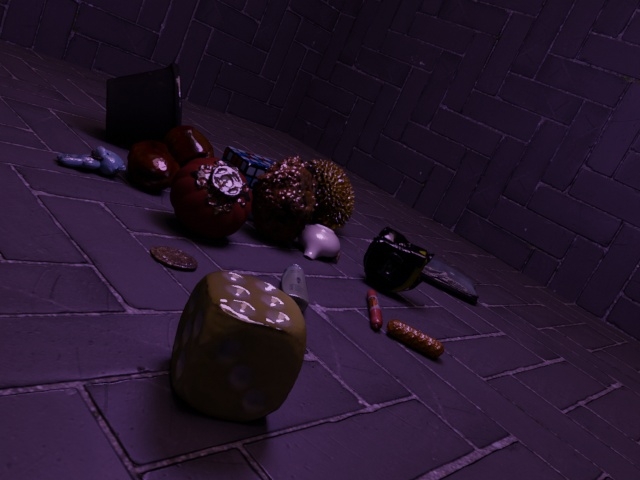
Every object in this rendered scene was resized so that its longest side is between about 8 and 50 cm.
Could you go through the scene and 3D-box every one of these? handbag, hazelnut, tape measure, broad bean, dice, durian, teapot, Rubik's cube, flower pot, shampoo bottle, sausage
[{"bbox_3d":[0.452,0.129,2.153,0.332,0.075,0.191,29,18,2],"label":"handbag"},{"bbox_3d":[-0.444,-0.280,1.880,0.178,0.177,0.204,-95,161,-73],"label":"hazelnut"},{"bbox_3d":[0.228,0.076,1.742,0.199,0.186,0.112,33,21,12],"label":"tape measure"},{"bbox_3d":[-0.505,-0.235,1.707,0.156,0.122,0.229,5,32,-18],"label":"broad bean"},{"bbox_3d":[-0.129,0.161,0.878,0.166,0.170,0.169,18,16,-25],"label":"dice"},{"bbox_3d":[0.011,-0.181,2.168,0.258,0.258,0.293,13,23,-39],"label":"durian"},{"bbox_3d":[0.000,0.000,1.822,0.145,0.092,0.226,29,12,10],"label":"teapot"},{"bbox_3d":[-0.237,-0.184,1.873,0.184,0.187,0.182,16,16,-38],"label":"Rubik's cube"},{"bbox_3d":[-0.640,-0.467,2.025,0.250,0.380,0.379,2,22,-19],"label":"flower pot"},{"bbox_3d":[-0.063,0.116,1.382,0.072,0.049,0.212,18,15,-10],"label":"shampoo bottle"},{"bbox_3d":[0.146,0.183,1.526,0.034,0.034,0.253,24,14,-5],"label":"sausage"}]

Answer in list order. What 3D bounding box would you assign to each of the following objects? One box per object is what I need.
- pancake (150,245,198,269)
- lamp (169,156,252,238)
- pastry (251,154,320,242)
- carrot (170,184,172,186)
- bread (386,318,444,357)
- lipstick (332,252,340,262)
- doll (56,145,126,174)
[{"bbox_3d":[-0.332,0.038,1.286,0.114,0.011,0.115,23,15,-7],"label":"pancake"},{"bbox_3d":[-0.294,-0.112,1.514,0.226,0.227,0.227,23,15,-7],"label":"lamp"},{"bbox_3d":[-0.092,-0.124,1.731,0.192,0.275,0.274,13,6,35],"label":"pastry"},{"bbox_3d":[-0.502,-0.201,1.801,0.165,0.036,0.035,24,14,6],"label":"carrot"},{"bbox_3d":[0.240,0.248,1.429,0.157,0.044,0.052,28,12,8],"label":"bread"},{"bbox_3d":[0.053,0.054,1.848,0.019,0.019,0.094,26,15,2],"label":"lipstick"},{"bbox_3d":[-0.646,-0.236,1.598,0.179,0.075,0.120,12,16,-43],"label":"doll"}]
